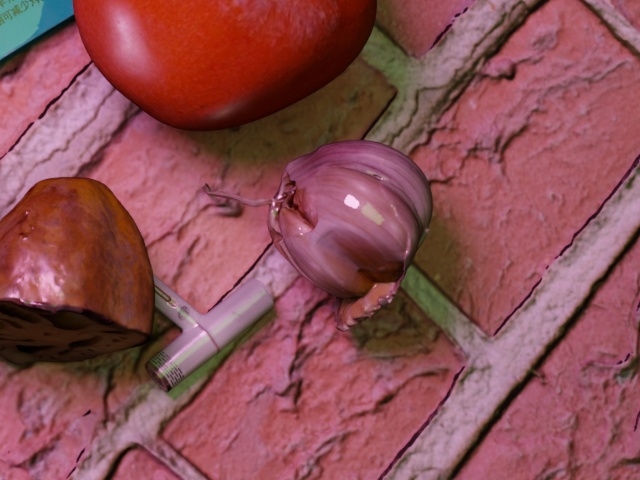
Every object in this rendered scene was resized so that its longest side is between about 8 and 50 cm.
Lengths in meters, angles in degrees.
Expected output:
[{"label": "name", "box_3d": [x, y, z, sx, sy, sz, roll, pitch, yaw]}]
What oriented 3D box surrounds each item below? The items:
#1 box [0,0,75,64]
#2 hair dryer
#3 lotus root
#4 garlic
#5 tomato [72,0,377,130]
[{"label": "box", "box_3d": [-0.352, -0.318, 1.960, 0.161, 0.042, 0.226, -35, 92, -17]}, {"label": "hair dryer", "box_3d": [-0.162, 0.046, 1.965, 0.155, 0.044, 0.183, -38, 90, -18]}, {"label": "lotus root", "box_3d": [-0.276, 0.020, 1.859, 0.199, 0.188, 0.180, 23, 64, -48]}, {"label": "garlic", "box_3d": [0.000, 0.000, 1.961, 0.256, 0.207, 0.207, -7, 83, 19]}, {"label": "tomato", "box_3d": [-0.114, -0.273, 1.893, 0.341, 0.273, 0.341, 34, 33, -26]}]
